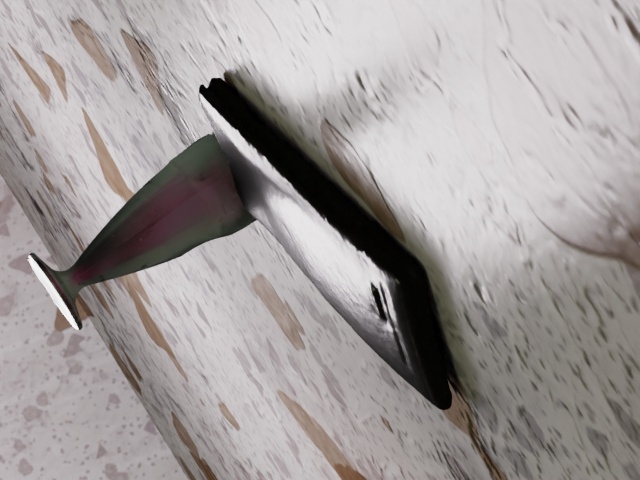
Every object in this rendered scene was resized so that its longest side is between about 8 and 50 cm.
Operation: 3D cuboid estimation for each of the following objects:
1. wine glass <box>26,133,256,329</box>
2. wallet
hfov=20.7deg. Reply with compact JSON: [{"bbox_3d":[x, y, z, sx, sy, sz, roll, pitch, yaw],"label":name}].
[{"bbox_3d":[-0.122,-0.004,1.229,0.073,0.155,0.073,49,165,18],"label":"wine glass"},{"bbox_3d":[-0.001,0.000,1.080,0.244,0.025,0.124,44,161,43],"label":"wallet"}]
